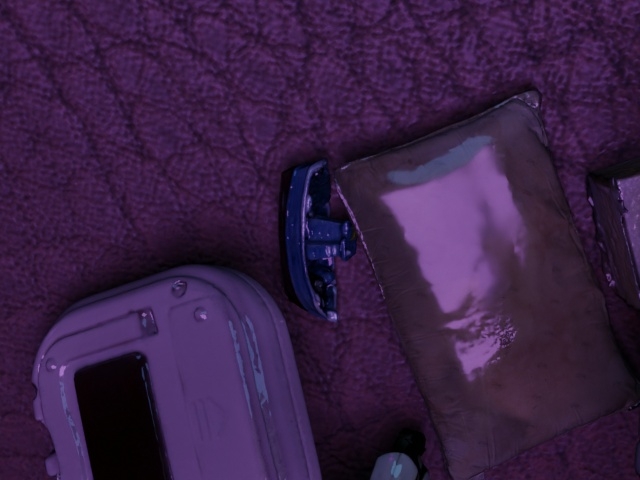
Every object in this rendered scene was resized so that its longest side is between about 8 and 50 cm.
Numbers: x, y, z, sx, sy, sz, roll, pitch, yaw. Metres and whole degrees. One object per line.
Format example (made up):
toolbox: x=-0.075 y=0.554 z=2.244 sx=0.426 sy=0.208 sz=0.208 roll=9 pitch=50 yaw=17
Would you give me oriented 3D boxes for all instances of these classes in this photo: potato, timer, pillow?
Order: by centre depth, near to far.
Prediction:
timer: x=-0.122 y=0.159 z=1.602 sx=0.237 sy=0.087 sz=0.262 roll=-18 pitch=79 yaw=28
potato: x=0.264 y=-0.007 z=1.629 sx=0.061 sy=0.086 sz=0.122 roll=-19 pitch=104 yaw=-9
pillow: x=0.145 y=0.045 z=1.643 sx=0.185 sy=0.075 sz=0.302 roll=-22 pitch=105 yaw=-4

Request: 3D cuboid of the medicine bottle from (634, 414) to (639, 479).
medicine bottle: x=0.354 y=0.030 z=1.521 sx=0.190 sy=0.190 sz=0.332 roll=7 pitch=94 yaw=-2

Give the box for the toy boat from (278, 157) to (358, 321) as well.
toy boat: x=0.000 y=0.000 z=1.638 sx=0.061 sy=0.060 sz=0.137 roll=6 pitch=103 yaw=20

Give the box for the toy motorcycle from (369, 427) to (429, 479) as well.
toy motorcycle: x=0.026 y=0.323 z=1.653 sx=0.125 sy=0.196 sz=0.331 roll=17 pitch=99 yaw=13
